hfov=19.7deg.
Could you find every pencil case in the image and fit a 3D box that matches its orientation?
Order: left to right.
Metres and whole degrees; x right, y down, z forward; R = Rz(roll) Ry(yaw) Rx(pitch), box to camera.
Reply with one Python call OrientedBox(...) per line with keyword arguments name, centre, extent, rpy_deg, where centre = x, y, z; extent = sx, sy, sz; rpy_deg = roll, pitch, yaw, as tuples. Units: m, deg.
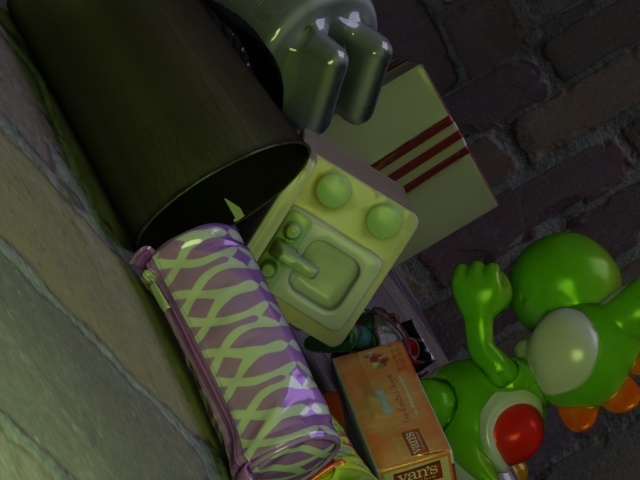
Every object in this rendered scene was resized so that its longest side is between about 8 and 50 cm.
OrientedBox(name="pencil case", centre=(-0.061, 0.082, 1.319), extent=(0.088, 0.086, 0.206), rpy_deg=(0, 51, -44))

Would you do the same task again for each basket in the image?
OrientedBox(name="basket", centre=(-0.134, -0.123, 1.434), extent=(0.227, 0.154, 0.204), rpy_deg=(57, 6, 9))

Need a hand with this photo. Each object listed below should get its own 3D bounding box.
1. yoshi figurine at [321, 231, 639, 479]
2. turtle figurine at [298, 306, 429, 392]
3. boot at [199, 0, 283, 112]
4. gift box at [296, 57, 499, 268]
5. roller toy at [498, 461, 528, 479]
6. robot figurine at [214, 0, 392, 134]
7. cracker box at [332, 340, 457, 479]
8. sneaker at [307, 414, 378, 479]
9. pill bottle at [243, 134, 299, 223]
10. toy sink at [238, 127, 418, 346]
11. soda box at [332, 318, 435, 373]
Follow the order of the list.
OrientedBox(name="yoshi figurine", centre=(0.170, 0.119, 1.792), extent=(0.203, 0.362, 0.203), rpy_deg=(59, 5, 2))
OrientedBox(name="turtle figurine", centre=(0.037, 0.118, 1.966), extent=(0.175, 0.118, 0.234), rpy_deg=(60, 11, -1))
OrientedBox(name="boot", centre=(-0.101, -0.128, 1.860), extent=(0.260, 0.131, 0.348), rpy_deg=(60, 9, 33))
OrientedBox(name="gift box", centre=(0.053, -0.091, 2.426), extent=(0.255, 0.258, 0.276), rpy_deg=(60, -3, -6))
OrientedBox(name="roller toy", centre=(0.159, 0.277, 2.004), extent=(0.209, 0.146, 0.191), rpy_deg=(60, 4, 5))
OrientedBox(name="robot figurine", centre=(-0.074, -0.264, 2.168), extent=(0.300, 0.199, 0.353), rpy_deg=(-14, 44, -44))
OrientedBox(name="cracker box", centre=(0.074, 0.222, 1.547), extent=(0.155, 0.067, 0.232), rpy_deg=(-113, -171, -55))
OrientedBox(name="sneaker", centre=(-0.008, 0.171, 1.388), extent=(0.094, 0.081, 0.208), rpy_deg=(59, -6, -13))
OrientedBox(name="pill bottle", centre=(-0.015, -0.036, 2.150), extent=(0.136, 0.136, 0.245), rpy_deg=(62, 5, 25))
OrientedBox(name="toy sink", centre=(0.000, 0.000, 1.751), extent=(0.131, 0.153, 0.234), rpy_deg=(31, 7, -5))
OrientedBox(name="soda box", centre=(0.072, 0.136, 2.150), extent=(0.060, 0.053, 0.169), rpy_deg=(60, -19, -2))
